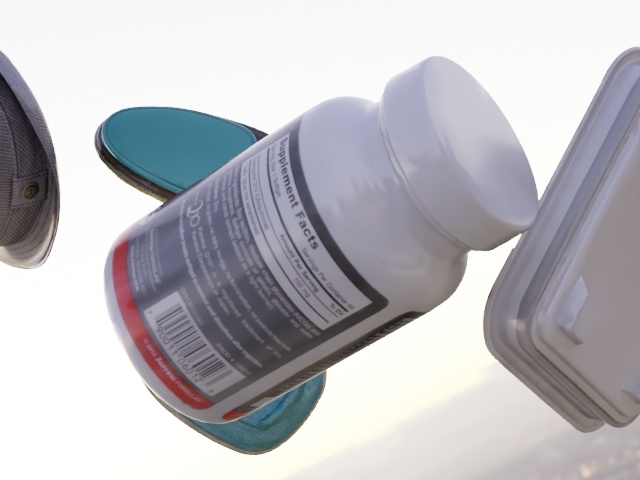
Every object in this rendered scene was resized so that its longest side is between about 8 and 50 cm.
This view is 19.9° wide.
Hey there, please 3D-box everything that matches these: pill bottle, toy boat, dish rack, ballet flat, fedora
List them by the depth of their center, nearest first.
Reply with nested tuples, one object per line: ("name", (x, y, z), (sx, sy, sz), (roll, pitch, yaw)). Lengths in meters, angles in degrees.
("pill bottle", (0.000, 0.000, 1.628), (0.363, 0.210, 0.210), (-31, -8, 26))
("fedora", (-0.368, -0.069, 1.752), (0.124, 0.244, 0.275), (-32, -25, -39))
("dish rack", (0.305, 0.011, 1.757), (0.285, 0.072, 0.332), (40, -106, -46))
("ballet flat", (-0.058, -0.051, 1.847), (0.349, 0.123, 0.123), (9, -5, 5))
("toy boat", (-0.075, 0.084, 2.169), (0.318, 0.267, 0.148), (-54, 15, -6))
